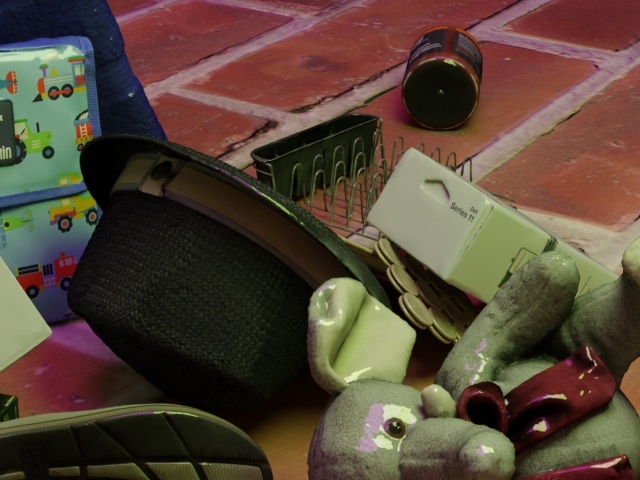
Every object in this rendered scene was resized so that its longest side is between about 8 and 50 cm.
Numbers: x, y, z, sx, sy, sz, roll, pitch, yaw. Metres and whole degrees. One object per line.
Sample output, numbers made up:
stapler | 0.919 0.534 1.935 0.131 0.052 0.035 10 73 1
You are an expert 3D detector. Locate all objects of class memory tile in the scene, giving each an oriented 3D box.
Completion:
memory tile | 0.108 0.060 1.417 0.148 0.012 0.113 32 25 -40

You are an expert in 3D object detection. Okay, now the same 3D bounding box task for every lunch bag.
lunch bag | -0.322 -0.067 1.461 0.220 0.293 0.138 -12 27 -26

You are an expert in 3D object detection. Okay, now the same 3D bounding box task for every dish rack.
dish rack | 0.080 -0.061 1.737 0.271 0.074 0.208 20 31 35

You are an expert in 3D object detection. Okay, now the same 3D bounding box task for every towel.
towel | -0.287 -0.141 1.564 0.227 0.308 0.076 -14 40 9

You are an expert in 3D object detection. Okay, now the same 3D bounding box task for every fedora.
fedora | -0.104 0.052 1.332 0.334 0.334 0.152 20 67 35

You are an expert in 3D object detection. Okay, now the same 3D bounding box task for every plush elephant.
plush elephant | 0.108 0.148 1.068 0.255 0.272 0.330 -3 -8 -43

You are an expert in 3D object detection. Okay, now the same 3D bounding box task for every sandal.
sandal | -0.186 0.175 1.163 0.302 0.120 0.086 1 11 -1

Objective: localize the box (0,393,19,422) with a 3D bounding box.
box | -0.291 0.163 1.249 0.062 0.052 0.083 8 24 16

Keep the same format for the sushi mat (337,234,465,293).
sushi mat | 0.000 0.000 1.465 0.151 0.019 0.316 20 -2 38

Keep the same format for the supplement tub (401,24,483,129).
supplement tub | 0.168 -0.228 2.071 0.106 0.106 0.198 4 25 7

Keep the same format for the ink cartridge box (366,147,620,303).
ink cartridge box | 0.167 0.011 1.449 0.208 0.087 0.153 28 7 -36

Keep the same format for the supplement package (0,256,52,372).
supplement package | -0.348 0.042 1.220 0.149 0.194 0.203 -36 9 -24
